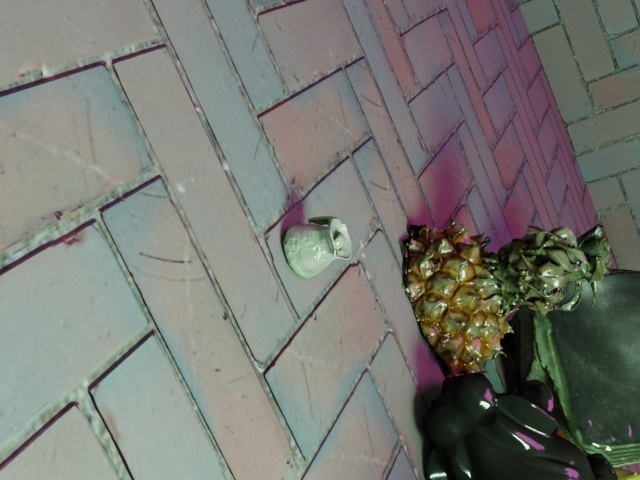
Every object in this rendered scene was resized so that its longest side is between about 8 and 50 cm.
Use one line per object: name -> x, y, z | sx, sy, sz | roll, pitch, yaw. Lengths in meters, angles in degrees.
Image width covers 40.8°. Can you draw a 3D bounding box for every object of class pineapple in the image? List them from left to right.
pineapple -> 0.297, 0.057, 1.285 | 0.262, 0.271, 0.262 | 43, 37, -45

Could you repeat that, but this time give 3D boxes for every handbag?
handbag -> 0.462, 0.232, 1.491 | 0.240, 0.247, 0.341 | 108, -23, -63

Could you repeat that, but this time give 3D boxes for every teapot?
teapot -> 0.000, 0.000, 0.977 | 0.064, 0.064, 0.083 | 54, 31, -34

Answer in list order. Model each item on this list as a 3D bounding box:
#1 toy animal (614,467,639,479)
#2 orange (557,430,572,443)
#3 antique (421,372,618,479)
toy animal -> 0.452, 0.471, 1.406 | 0.121, 0.168, 0.233 | -66, 164, -56
orange -> 0.345, 0.365, 1.336 | 0.156, 0.124, 0.156 | 60, -8, 14
antique -> 0.276, 0.308, 1.158 | 0.255, 0.185, 0.322 | 19, 29, -55
